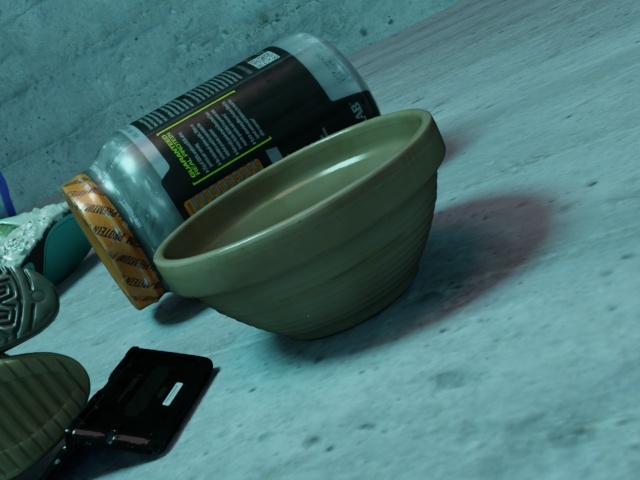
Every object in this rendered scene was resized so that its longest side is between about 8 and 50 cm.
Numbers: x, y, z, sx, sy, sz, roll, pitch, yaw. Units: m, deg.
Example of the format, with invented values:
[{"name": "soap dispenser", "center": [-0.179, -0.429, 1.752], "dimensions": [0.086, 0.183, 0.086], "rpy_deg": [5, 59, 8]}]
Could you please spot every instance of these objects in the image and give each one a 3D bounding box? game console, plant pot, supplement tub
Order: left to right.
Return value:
[{"name": "game console", "center": [-0.148, 0.141, 0.661], "dimensions": [0.107, 0.071, 0.122], "rpy_deg": [6, 24, 10]}, {"name": "supplement tub", "center": [-0.100, -0.072, 0.927], "dimensions": [0.316, 0.194, 0.193], "rpy_deg": [-32, 15, -16]}, {"name": "plant pot", "center": [0.000, 0.000, 0.671], "dimensions": [0.237, 0.110, 0.237], "rpy_deg": [-26, 16, 8]}]

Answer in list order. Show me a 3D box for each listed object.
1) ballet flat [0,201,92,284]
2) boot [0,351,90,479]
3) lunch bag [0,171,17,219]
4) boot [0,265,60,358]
[{"name": "ballet flat", "center": [-0.481, 0.027, 1.332], "dimensions": [0.147, 0.147, 0.409], "rpy_deg": [-23, 17, 20]}, {"name": "boot", "center": [-0.316, 0.167, 0.705], "dimensions": [0.248, 0.090, 0.207], "rpy_deg": [-30, 5, -24]}, {"name": "lunch bag", "center": [-0.685, 0.020, 1.432], "dimensions": [0.328, 0.239, 0.385], "rpy_deg": [-40, 0, -30]}, {"name": "boot", "center": [-0.282, 0.106, 0.748], "dimensions": [0.189, 0.076, 0.208], "rpy_deg": [-16, -29, 1]}]
